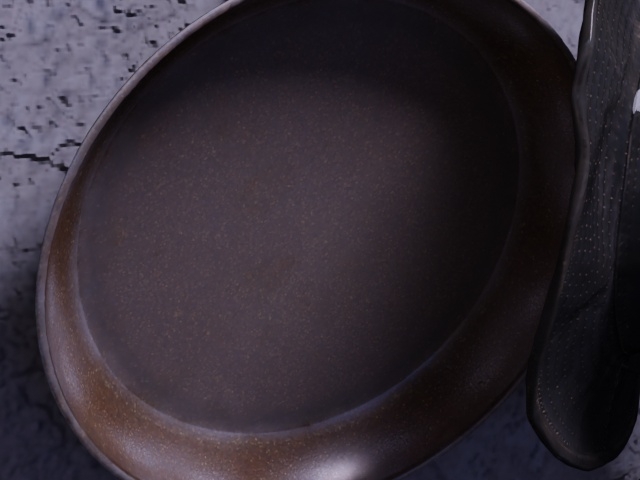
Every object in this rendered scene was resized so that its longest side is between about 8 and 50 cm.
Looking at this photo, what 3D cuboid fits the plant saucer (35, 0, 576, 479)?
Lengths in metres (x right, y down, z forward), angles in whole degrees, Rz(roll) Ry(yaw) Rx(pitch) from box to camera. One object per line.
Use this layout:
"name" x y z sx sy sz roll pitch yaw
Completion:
"plant saucer" 0.000 0.000 0.849 0.310 0.050 0.311 -13 122 -23

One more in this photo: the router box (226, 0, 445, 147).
"router box" 0.037 -0.151 0.856 0.133 0.046 0.179 19 99 -34

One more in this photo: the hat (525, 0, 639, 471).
"hat" 0.213 -0.018 0.870 0.331 0.133 0.331 10 90 -69

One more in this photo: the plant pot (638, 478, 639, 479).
"plant pot" 0.282 0.235 1.052 0.188 0.167 0.188 8 98 -34
